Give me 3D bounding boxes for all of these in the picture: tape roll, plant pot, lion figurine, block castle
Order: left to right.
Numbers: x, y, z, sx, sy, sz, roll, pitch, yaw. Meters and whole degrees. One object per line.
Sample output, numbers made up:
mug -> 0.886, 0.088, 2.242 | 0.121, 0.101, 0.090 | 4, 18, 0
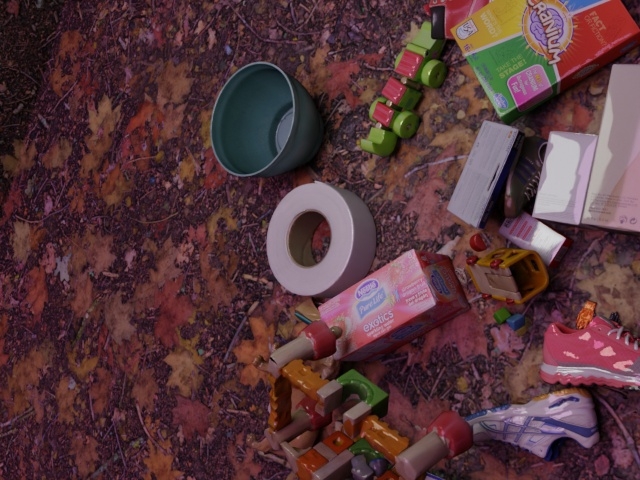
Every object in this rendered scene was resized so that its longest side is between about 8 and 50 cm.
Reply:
plant pot -> -0.115, -0.295, 2.174 | 0.293, 0.196, 0.293 | -6, 80, 39
lion figurine -> -0.054, 0.398, 2.064 | 0.240, 0.142, 0.392 | 16, 115, 35
tape roll -> 0.000, 0.000, 2.097 | 0.286, 0.100, 0.286 | -7, 79, 39
block castle -> 0.097, 0.396, 1.749 | 0.453, 0.213, 0.303 | 31, 132, 37

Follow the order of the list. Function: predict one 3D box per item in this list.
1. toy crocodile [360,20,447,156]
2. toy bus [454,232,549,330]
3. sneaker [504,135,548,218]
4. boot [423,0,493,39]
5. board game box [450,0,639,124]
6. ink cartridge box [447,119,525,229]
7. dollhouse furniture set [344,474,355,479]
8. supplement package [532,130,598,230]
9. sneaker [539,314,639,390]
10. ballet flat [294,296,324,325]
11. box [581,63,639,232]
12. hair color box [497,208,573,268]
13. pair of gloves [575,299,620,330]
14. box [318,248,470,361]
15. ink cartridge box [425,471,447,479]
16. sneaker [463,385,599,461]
toy crocodile -> 0.197, -0.357, 1.984 | 0.115, 0.105, 0.340 | 38, 107, 37
toy bus -> 0.389, 0.065, 1.759 | 0.104, 0.191, 0.202 | -29, 57, -15
sneaker -> 0.441, -0.135, 1.753 | 0.086, 0.064, 0.192 | 5, 68, 24
boot -> 0.327, -0.566, 1.881 | 0.176, 0.088, 0.244 | 13, 94, 15
board game box -> 0.464, -0.428, 1.745 | 0.316, 0.064, 0.242 | -32, 70, 19
ink cartridge box -> 0.357, -0.138, 1.777 | 0.224, 0.045, 0.223 | -117, 48, -75
dollhouse furniture set -> 0.112, 0.620, 1.907 | 0.183, 0.129, 0.129 | 36, 106, 18
supplement package -> 0.512, -0.120, 1.686 | 0.105, 0.105, 0.179 | 13, 92, 41
sneaker -> 0.557, 0.209, 1.582 | 0.314, 0.116, 0.136 | -5, 86, 39
ballet flat -> 0.028, 0.209, 2.062 | 0.073, 0.080, 0.232 | -47, 54, -11
box -> 0.605, -0.166, 1.591 | 0.121, 0.148, 0.311 | 12, 92, 39
hair color box -> 0.451, -0.008, 1.760 | 0.141, 0.043, 0.072 | 40, 108, 36
pair of gloves -> 0.552, 0.165, 1.670 | 0.083, 0.010, 0.074 | 28, 101, 38
box -> 0.162, 0.154, 1.904 | 0.300, 0.154, 0.142 | -35, 63, 32
ink cartridge box -> 0.241, 0.671, 1.818 | 0.165, 0.065, 0.333 | 14, 93, 40
sneaker -> 0.415, 0.387, 1.687 | 0.296, 0.112, 0.131 | -25, 73, 37
